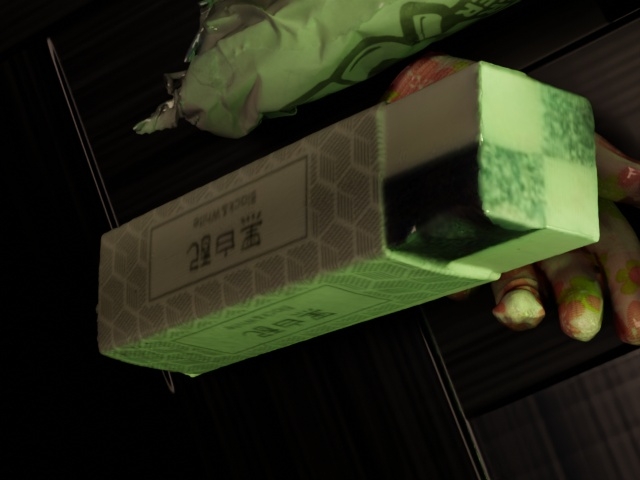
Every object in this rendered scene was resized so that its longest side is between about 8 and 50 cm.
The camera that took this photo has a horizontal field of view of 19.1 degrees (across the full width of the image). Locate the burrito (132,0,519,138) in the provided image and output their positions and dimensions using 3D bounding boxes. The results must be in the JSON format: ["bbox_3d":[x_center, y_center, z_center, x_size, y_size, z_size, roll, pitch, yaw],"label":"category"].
[{"bbox_3d":[0.056,-0.175,1.268,0.445,0.139,0.101,-24,111,26],"label":"burrito"}]

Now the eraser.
[{"bbox_3d":[0.000,0.000,1.193,0.404,0.096,0.098,-22,62,51],"label":"eraser"}]

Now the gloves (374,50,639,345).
[{"bbox_3d":[0.130,-0.016,1.222,0.145,0.126,0.241,-42,69,-1],"label":"gloves"}]
